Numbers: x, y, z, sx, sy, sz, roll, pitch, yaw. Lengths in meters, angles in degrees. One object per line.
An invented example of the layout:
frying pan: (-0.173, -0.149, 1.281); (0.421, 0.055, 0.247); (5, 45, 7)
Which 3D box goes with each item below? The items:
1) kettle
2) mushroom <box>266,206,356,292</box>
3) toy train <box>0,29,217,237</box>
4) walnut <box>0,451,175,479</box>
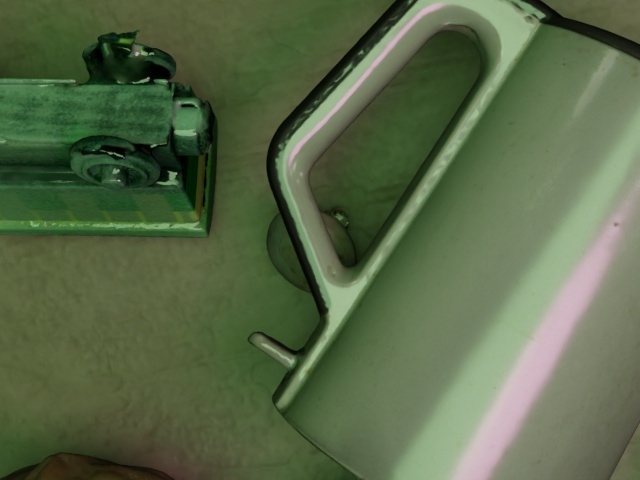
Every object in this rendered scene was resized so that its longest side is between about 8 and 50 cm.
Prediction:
kettle: (0.122, 0.008, 1.175); (0.361, 0.250, 0.376); (31, 91, 1)
mushroom: (0.000, 0.000, 1.279); (0.085, 0.085, 0.079); (41, 59, 5)
toy train: (-0.228, -0.079, 1.237); (0.301, 0.202, 0.120); (1, 71, 6)
walnut: (-0.189, 0.299, 1.218); (0.227, 0.273, 0.273); (-19, 88, -25)
